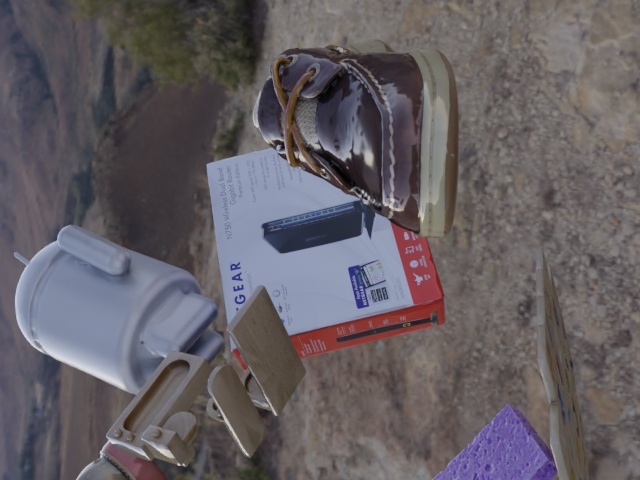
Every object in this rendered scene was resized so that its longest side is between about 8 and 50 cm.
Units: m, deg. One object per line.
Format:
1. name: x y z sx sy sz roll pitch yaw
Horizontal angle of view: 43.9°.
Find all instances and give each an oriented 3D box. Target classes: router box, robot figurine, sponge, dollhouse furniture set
1. router box: 0.000 0.000 1.187 0.082 0.301 0.336 73 -177 -57
2. robot figurine: -0.324 0.111 1.235 0.200 0.353 0.300 -47 -33 -44
3. sponge: 0.194 0.312 0.988 0.210 0.031 0.117 -49 24 11
4. dollhouse furniture set: -0.128 0.126 0.761 0.151 0.123 0.144 7 46 33

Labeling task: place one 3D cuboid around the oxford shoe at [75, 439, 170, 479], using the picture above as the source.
1. oxford shoe: -0.210 0.393 0.974 0.123 0.130 0.348 11 134 47

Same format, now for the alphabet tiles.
1. alphabet tiles: 0.283 0.183 0.921 0.342 0.011 0.285 -65 -40 -59

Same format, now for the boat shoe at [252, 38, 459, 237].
1. boat shoe: 0.012 -0.085 0.582 0.342 0.123 0.123 -108 15 -67
